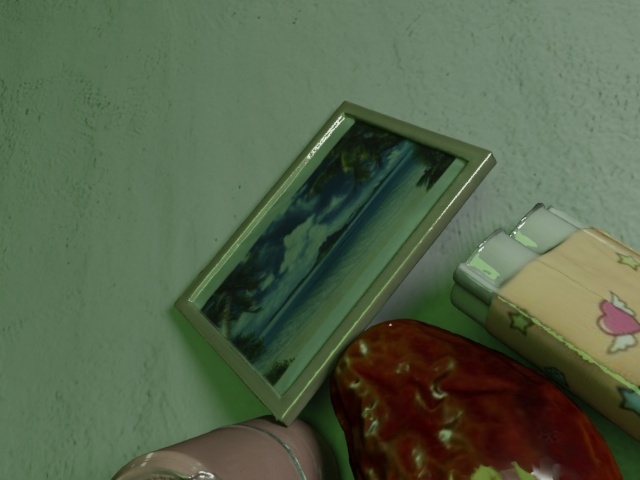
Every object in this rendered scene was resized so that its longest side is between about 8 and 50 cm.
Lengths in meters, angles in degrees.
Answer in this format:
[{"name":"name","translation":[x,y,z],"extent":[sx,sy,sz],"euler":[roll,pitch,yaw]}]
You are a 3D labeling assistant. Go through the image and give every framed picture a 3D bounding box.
[{"name":"framed picture","translation":[0.000,0.000,0.650],"extent":[0.315,0.024,0.232],"euler":[-52,43,-6]}]

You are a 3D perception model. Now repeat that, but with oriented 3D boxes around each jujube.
[{"name":"jujube","translation":[0.107,0.169,0.492],"extent":[0.190,0.190,0.255],"euler":[-43,50,0]}]

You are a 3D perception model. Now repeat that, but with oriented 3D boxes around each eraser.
[{"name":"eraser","translation":[0.258,0.087,0.487],"extent":[0.171,0.087,0.290],"euler":[-24,49,-40]}]

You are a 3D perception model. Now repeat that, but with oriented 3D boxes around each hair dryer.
[{"name":"hair dryer","translation":[-0.101,0.326,0.500],"extent":[0.125,0.210,0.353],"euler":[13,87,21]}]
